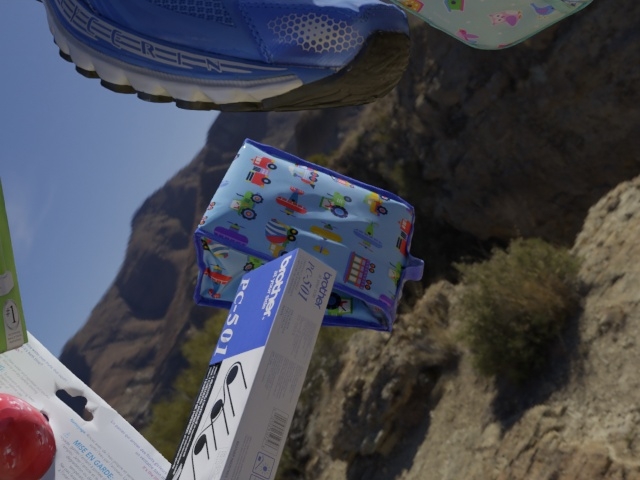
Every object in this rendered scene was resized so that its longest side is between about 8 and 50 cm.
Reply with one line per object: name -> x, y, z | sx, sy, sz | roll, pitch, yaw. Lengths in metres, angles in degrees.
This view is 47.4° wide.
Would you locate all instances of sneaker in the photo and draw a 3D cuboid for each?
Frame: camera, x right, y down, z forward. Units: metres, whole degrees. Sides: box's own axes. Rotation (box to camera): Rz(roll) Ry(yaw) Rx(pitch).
sneaker -> -0.086, -0.172, 0.373 | 0.129, 0.330, 0.147 | -16, -44, -51

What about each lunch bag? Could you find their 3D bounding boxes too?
lunch bag -> 0.000, 0.000, 1.002 | 0.221, 0.293, 0.138 | -71, -8, -47
lunch bag -> 0.209, -0.365, 0.936 | 0.224, 0.279, 0.108 | -15, 63, 52

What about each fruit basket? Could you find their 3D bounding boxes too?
fruit basket -> -0.368, 0.259, 0.732 | 0.353, 0.327, 0.166 | -30, -33, -48

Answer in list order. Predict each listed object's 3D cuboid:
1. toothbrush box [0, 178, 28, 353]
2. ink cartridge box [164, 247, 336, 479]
toothbrush box -> -0.397, -0.016, 0.675 | 0.206, 0.122, 0.283 | -26, -71, -83
ink cartridge box -> -0.056, 0.114, 0.596 | 0.097, 0.046, 0.207 | -26, 38, 50
